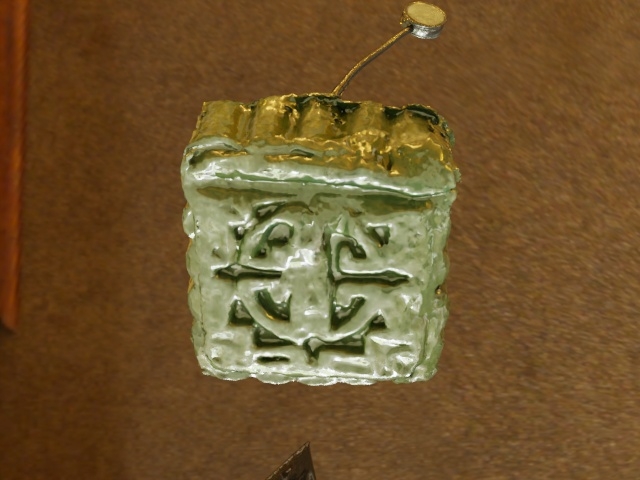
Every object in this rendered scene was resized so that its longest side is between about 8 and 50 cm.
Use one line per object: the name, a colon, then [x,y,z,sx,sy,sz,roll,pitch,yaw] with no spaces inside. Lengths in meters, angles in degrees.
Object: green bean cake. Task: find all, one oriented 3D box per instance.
green bean cake: [0.000,0.000,1.098,0.241,0.132,0.255,5,120,5]

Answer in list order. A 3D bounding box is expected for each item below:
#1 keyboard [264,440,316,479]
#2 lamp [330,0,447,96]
keyboard: [-0.047,0.140,0.410,0.010,0.198,0.063,-1,108,30]
lamp: [0.051,-0.221,1.756,0.130,0.108,0.371,26,49,13]
